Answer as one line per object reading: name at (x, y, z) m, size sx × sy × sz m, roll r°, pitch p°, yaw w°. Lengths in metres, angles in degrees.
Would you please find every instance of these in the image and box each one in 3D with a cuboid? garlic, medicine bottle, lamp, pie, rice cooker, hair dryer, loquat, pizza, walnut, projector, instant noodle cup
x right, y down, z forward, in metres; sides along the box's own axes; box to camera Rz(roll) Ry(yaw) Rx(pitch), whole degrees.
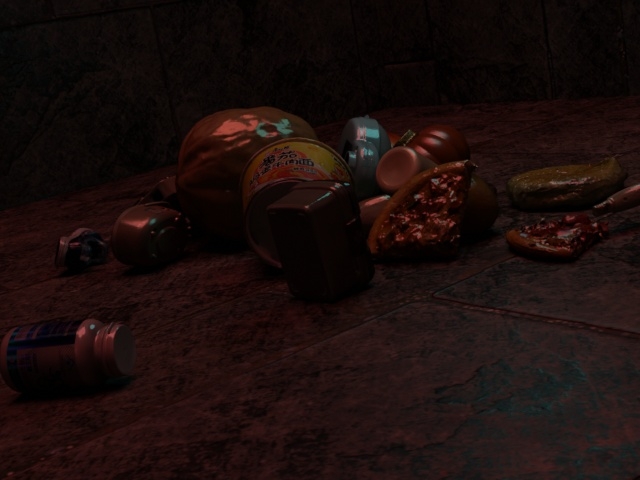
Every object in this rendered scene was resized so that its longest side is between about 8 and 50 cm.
garlic at (0.117, -0.050, 2.179) m, size 0.198 × 0.090 × 0.128 m, roll -18°, pitch -1°, yaw -4°
medicine bottle at (0.231, -0.118, 2.115) m, size 0.114 × 0.114 × 0.252 m, roll 0°, pitch -15°, yaw 37°
lamp at (0.094, -0.181, 2.272) m, size 0.147 × 0.209 × 0.284 m, roll 14°, pitch 20°, yaw 7°
lamp at (0.264, -0.178, 2.328) m, size 0.223 × 0.196 × 0.223 m, roll -47°, pitch -1°, yaw -1°
pie at (0.555, -0.125, 2.168) m, size 0.277 × 0.078 × 0.277 m, roll -13°, pitch 9°, yaw 2°
rice cooker at (-0.395, -0.012, 2.237) m, size 0.127 × 0.145 × 0.206 m, roll 13°, pitch 20°, yaw 31°
hair dryer at (0.679, -0.113, 1.927) m, size 0.298 × 0.118 × 0.296 m, roll -20°, pitch -3°, yaw 11°
loquat at (0.274, -0.070, 1.987) m, size 0.195 × 0.152 × 0.152 m, roll -18°, pitch 13°, yaw 1°
pizza at (0.206, -0.038, 1.885) m, size 0.292 × 0.197 × 0.058 m, roll -40°, pitch -34°, yaw 13°
walnut at (-0.173, -0.164, 2.325) m, size 0.381 × 0.381 × 0.381 m, roll -10°, pitch 13°, yaw 2°
pizza at (0.453, -0.017, 1.807) m, size 0.193 × 0.053 × 0.201 m, roll -17°, pitch 15°, yaw -27°
medicine bottle at (-0.392, 0.179, 1.496) m, size 0.192 × 0.107 × 0.107 m, roll -7°, pitch 13°, yaw 14°
projector at (-0.400, -0.103, 2.527) m, size 0.257 × 0.079 × 0.259 m, roll -39°, pitch -7°, yaw 35°
instant noodle cup at (-0.051, -0.068, 2.007) m, size 0.264 × 0.264 × 0.200 m, roll -9°, pitch 20°, yaw 5°

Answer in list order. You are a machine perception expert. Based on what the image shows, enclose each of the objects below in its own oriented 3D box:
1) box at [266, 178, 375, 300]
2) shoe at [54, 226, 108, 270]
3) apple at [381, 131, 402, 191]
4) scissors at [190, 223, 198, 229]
box at (0.000, 0.000, 1.749) m, size 0.148 × 0.210 × 0.129 m, roll 3°, pitch 26°, yaw 45°
shoe at (-0.576, 0.028, 2.362) m, size 0.106 × 0.091 × 0.207 m, roll 13°, pitch 11°, yaw 3°
apple at (0.164, -0.209, 2.606) m, size 0.199 × 0.199 × 0.199 m, roll -10°, pitch 13°, yaw 2°
scissors at (-0.244, -0.065, 2.622) m, size 0.220 × 0.017 × 0.088 m, roll -14°, pitch 13°, yaw -21°
